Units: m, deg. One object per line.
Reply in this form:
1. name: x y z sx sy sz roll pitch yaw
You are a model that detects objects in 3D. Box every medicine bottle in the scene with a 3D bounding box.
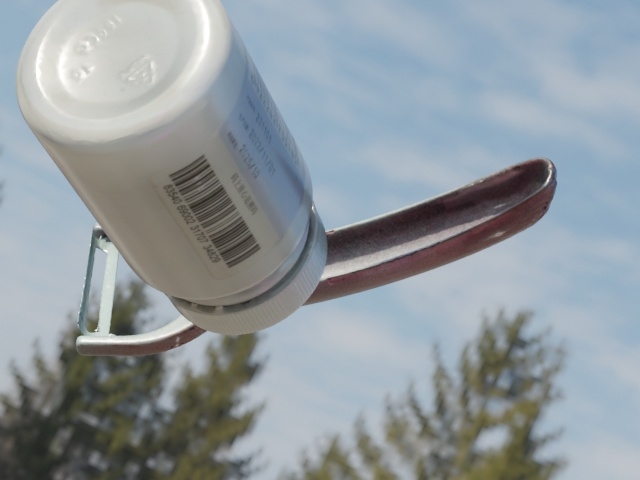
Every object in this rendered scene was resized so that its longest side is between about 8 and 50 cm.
1. medicine bottle: -0.063 -0.036 0.900 0.103 0.102 0.186 18 -23 28

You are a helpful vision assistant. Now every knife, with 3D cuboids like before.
1. knife: 0.001 0.001 1.076 0.278 0.123 0.053 -12 -47 10
